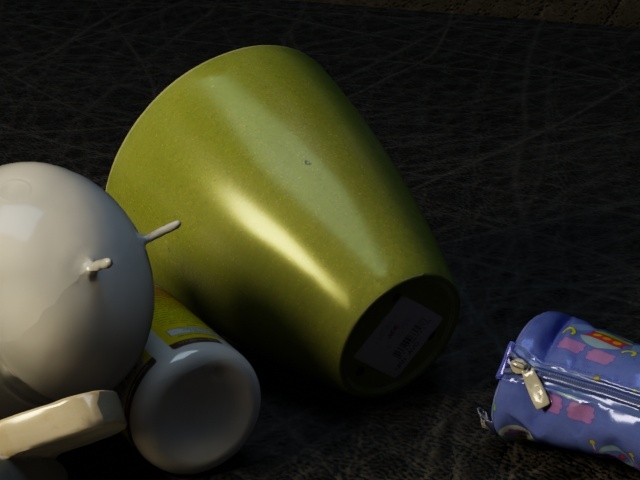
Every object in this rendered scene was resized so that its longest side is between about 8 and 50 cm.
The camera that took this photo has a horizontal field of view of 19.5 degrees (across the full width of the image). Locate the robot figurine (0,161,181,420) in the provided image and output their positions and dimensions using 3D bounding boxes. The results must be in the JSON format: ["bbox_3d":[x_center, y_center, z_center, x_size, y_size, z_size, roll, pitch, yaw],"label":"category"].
[{"bbox_3d":[-0.280,0.060,1.503,0.353,0.200,0.300,-22,18,25],"label":"robot figurine"}]

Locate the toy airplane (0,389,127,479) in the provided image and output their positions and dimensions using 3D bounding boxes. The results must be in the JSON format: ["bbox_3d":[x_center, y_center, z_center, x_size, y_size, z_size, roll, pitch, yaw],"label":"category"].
[{"bbox_3d":[-0.346,0.187,1.196,0.384,0.386,0.272,3,58,-19],"label":"toy airplane"}]

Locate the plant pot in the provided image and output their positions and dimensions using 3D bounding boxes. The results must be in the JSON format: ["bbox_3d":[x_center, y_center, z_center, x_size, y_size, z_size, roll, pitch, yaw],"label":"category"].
[{"bbox_3d":[-0.010,0.006,1.738,0.274,0.275,0.293,-13,40,-35],"label":"plant pot"}]

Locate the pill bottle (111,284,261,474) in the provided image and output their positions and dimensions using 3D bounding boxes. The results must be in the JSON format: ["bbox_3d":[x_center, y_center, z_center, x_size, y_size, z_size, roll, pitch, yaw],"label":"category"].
[{"bbox_3d":[-0.146,0.108,1.603,0.117,0.117,0.215,-9,23,-26],"label":"pill bottle"}]

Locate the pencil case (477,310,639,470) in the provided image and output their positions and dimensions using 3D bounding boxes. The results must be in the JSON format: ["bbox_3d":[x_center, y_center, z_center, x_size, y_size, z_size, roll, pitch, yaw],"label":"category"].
[{"bbox_3d":[0.278,0.147,1.522,0.306,0.119,0.133,18,-2,38],"label":"pencil case"}]
